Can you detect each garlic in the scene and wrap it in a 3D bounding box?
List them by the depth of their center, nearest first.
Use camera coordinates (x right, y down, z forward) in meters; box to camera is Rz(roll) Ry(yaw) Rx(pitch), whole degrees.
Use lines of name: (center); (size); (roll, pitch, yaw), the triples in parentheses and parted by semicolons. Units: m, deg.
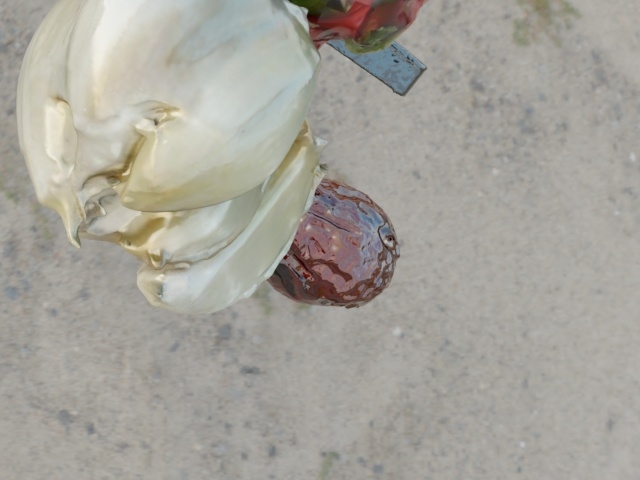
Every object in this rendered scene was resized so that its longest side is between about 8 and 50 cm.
garlic: (-0.108, -0.070, 0.719); (0.184, 0.281, 0.203); (32, 64, 11)

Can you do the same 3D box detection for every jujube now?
jujube: (0.000, 0.000, 1.630); (0.290, 0.197, 0.197); (29, 66, -45)

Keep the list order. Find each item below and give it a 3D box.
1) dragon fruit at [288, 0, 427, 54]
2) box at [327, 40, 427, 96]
dragon fruit: (0.022, -0.278, 0.821); (0.237, 0.231, 0.303); (38, 86, -11)
box: (-0.028, -0.300, 1.290); (0.350, 0.211, 0.058); (25, 107, -47)
